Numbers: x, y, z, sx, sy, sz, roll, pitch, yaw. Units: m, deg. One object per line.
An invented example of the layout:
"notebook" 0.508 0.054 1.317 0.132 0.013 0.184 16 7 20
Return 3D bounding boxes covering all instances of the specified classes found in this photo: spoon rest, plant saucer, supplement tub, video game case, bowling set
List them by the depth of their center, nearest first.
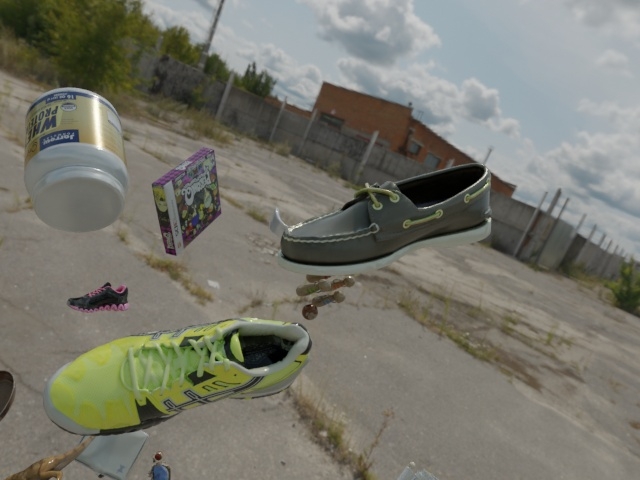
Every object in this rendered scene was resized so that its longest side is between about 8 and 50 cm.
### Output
"plant saucer" -0.757 0.376 1.088 0.168 0.168 0.029 32 -21 43
"supplement tub" -0.605 -0.200 1.201 0.228 0.228 0.316 14 42 -42
"spoon rest" 0.000 0.000 1.247 0.276 0.137 0.084 19 27 -9
"video game case" -0.347 -0.108 1.285 0.041 0.210 0.232 13 36 16
"bowling set" 0.020 0.167 1.610 0.154 0.200 0.287 -18 -33 29

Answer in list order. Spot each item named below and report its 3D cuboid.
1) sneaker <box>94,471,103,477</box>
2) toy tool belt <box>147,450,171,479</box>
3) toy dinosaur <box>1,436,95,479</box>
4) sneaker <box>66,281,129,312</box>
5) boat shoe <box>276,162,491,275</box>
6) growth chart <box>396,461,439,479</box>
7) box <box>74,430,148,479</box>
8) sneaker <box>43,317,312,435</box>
"sneaker" -0.662 0.647 1.553 0.081 0.211 0.080 32 -26 8
"toy tool belt" -0.400 0.572 1.192 0.052 0.083 0.051 -12 -1 3
"toy dinosaur" -0.526 0.445 0.941 0.211 0.064 0.112 -21 42 -25
"sneaker" -0.423 0.107 0.924 0.047 0.057 0.119 17 8 38
"boat shoe" 0.087 -0.032 0.594 0.304 0.091 0.109 -13 27 -24
"growth chart" 0.277 0.678 1.207 0.237 0.172 0.021 30 -12 8
"box" -0.554 0.562 1.290 0.148 0.121 0.311 30 -32 -6
"sneaker" -0.191 0.175 0.712 0.384 0.147 0.145 -7 60 -30
